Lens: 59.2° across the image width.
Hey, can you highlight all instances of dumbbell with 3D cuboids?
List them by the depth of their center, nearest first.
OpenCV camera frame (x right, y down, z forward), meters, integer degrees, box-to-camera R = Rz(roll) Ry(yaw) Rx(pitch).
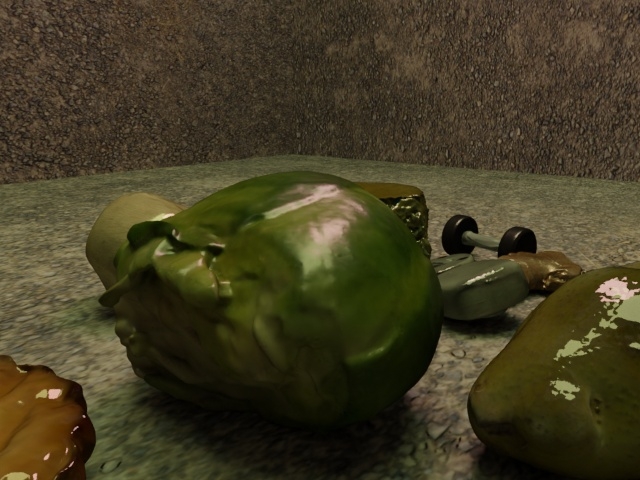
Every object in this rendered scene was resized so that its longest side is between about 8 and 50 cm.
[{"bbox_3d":[0.369,0.005,1.243,0.100,0.100,0.191,-10,17,-35],"label":"dumbbell"}]

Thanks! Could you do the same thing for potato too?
[{"bbox_3d":[0.312,0.131,0.563,0.351,0.202,0.218,-17,29,-13],"label":"potato"}]

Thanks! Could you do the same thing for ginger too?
[{"bbox_3d":[0.395,0.063,1.081,0.213,0.074,0.137,-11,17,-19],"label":"ginger"}]

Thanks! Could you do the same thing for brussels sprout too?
[{"bbox_3d":[-0.045,0.069,0.656,0.371,0.276,0.315,-1,25,24],"label":"brussels sprout"}]

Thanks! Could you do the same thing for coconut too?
[{"bbox_3d":[-0.292,0.020,0.972,0.224,0.224,0.224,0,14,0],"label":"coconut"}]

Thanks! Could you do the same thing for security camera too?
[{"bbox_3d":[0.239,0.078,1.007,0.157,0.080,0.301,-19,7,-12],"label":"security camera"}]

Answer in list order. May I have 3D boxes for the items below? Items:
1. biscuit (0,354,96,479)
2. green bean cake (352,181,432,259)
[{"bbox_3d":[-0.346,0.199,0.437,0.325,0.107,0.326,0,17,0],"label":"biscuit"},{"bbox_3d":[0.036,0.020,0.946,0.285,0.202,0.310,3,17,20],"label":"green bean cake"}]
